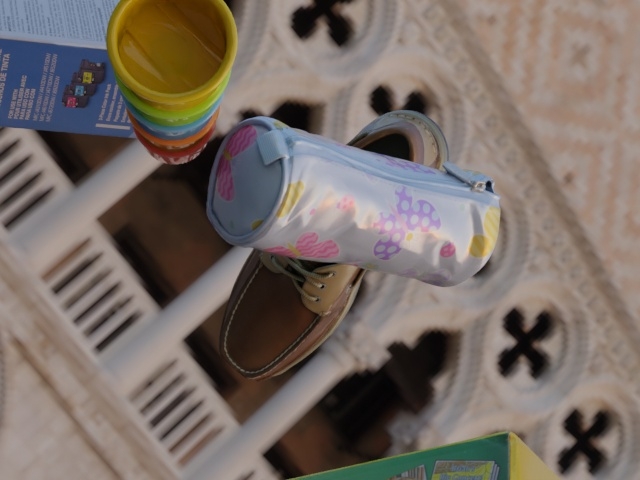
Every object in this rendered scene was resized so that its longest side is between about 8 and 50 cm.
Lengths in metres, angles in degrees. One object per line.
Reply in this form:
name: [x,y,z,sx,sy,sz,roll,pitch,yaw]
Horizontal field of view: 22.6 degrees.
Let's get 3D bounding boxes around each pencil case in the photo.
pencil case: [0.034,-0.031,1.422,0.124,0.273,0.113,-28,-120,46]

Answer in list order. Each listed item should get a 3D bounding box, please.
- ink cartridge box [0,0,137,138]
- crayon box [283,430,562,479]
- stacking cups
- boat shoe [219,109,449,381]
ink cartridge box: [-0.375,-0.275,2.065,0.270,0.395,0.151,-108,-149,-47]
crayon box: [0.051,0.289,1.239,0.363,0.106,0.313,-17,-38,26]
stacking cups: [-0.113,-0.125,1.294,0.096,0.096,0.316,46,-7,3]
boat shoe: [0.000,0.000,1.616,0.122,0.324,0.120,37,10,9]
